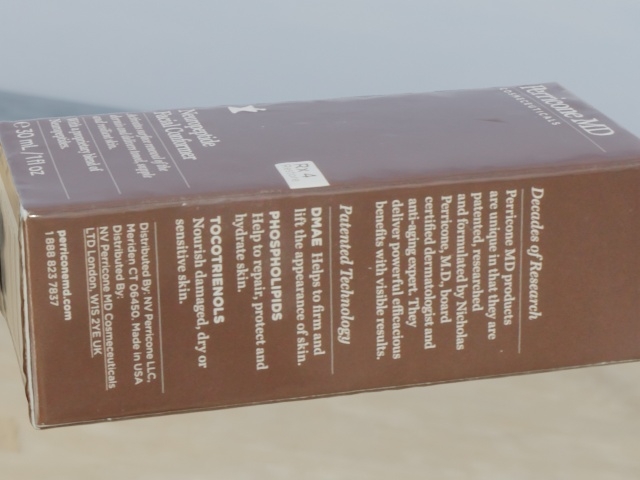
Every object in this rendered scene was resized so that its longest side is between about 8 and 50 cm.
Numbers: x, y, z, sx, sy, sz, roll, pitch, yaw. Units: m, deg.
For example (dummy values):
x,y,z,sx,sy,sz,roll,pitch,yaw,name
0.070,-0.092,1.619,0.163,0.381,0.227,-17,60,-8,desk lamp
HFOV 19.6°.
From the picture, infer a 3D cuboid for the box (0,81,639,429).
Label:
x,y,z,sx,sy,sz,roll,pitch,yaw,name
0.000,0.000,1.124,0.382,0.143,0.191,-4,20,-15,box
